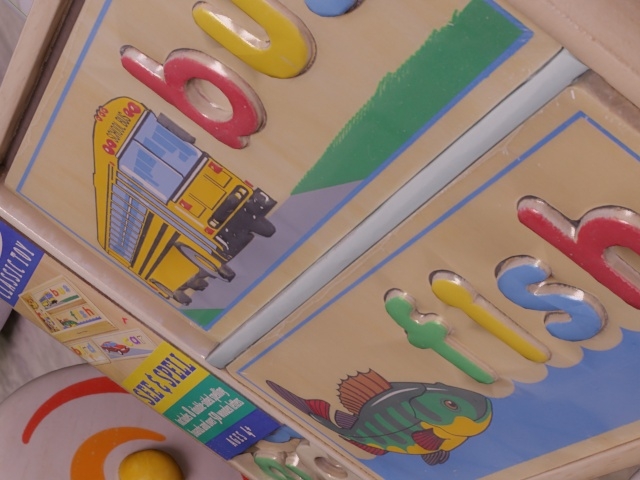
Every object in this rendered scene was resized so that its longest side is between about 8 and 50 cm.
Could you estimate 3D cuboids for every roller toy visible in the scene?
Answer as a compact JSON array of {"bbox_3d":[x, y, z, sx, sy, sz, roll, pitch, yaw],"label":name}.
[{"bbox_3d":[-0.113,0.170,0.712,0.191,0.209,0.146,47,131,27],"label":"roller toy"}]

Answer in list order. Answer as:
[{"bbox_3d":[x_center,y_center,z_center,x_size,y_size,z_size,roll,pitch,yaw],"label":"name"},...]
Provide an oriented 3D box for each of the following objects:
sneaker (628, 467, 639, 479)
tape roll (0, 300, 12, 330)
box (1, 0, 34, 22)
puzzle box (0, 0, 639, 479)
[{"bbox_3d":[0.150,0.250,0.523,0.108,0.169,0.292,-7,99,46],"label":"sneaker"},{"bbox_3d":[-0.291,0.007,0.799,0.072,0.219,0.219,19,118,37],"label":"tape roll"},{"bbox_3d":[-0.071,-0.192,0.536,0.231,0.127,0.262,41,148,24],"label":"box"},{"bbox_3d":[0.000,0.000,0.495,0.272,0.052,0.409,37,150,-6],"label":"puzzle box"}]
